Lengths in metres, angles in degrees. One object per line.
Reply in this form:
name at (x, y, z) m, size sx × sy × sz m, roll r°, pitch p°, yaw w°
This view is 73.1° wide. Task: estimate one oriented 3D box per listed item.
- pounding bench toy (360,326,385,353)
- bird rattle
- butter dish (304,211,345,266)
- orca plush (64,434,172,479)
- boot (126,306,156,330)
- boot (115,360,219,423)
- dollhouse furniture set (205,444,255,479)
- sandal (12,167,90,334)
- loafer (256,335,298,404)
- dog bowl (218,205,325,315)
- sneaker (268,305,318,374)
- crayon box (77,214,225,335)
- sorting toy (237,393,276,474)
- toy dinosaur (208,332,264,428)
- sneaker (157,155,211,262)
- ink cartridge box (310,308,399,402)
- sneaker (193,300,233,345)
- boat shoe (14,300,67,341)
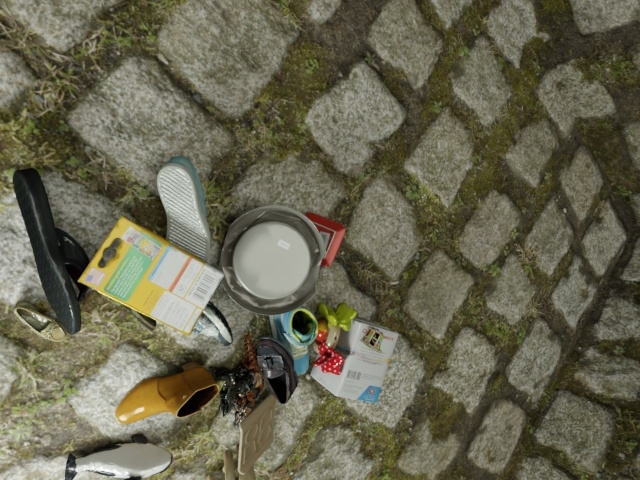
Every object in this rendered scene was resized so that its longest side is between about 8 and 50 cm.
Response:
pounding bench toy at (0.195, 0.347, 1.505) m, size 0.083 × 0.052 × 0.065 m, roll 40°, pitch 75°, yaw -27°
bird rattle at (0.031, 0.340, 1.545) m, size 0.142 × 0.207 × 0.254 m, roll 7°, pitch 92°, yaw -25°
butter dish at (0.000, 0.000, 1.541) m, size 0.159 × 0.118 × 0.160 m, roll 23°, pitch 89°, yaw 13°
orca plush at (-0.601, 0.688, 1.293) m, size 0.286 × 0.151 × 0.102 m, roll -4°, pitch 130°, yaw -33°
boot at (-0.518, 0.156, 1.280) m, size 0.137 × 0.076 × 0.198 m, roll -43°, pitch 114°, yaw -24°
boot at (-0.456, 0.476, 1.280) m, size 0.295 × 0.211 × 0.104 m, roll -30°, pitch 110°, yaw -23°
dollhouse furniture set at (-0.332, 0.812, 1.507) m, size 0.144 × 0.123 × 0.151 m, roll 17°, pitch 123°, yaw -31°
sandal at (-0.674, 0.031, 1.128) m, size 0.107 × 0.167 × 0.447 m, roll -21°, pitch 108°, yaw -45°
loafer at (-0.145, 0.447, 1.467) m, size 0.095 × 0.108 × 0.303 m, roll -73°, pitch 154°, yaw -45°
dog bowl at (-0.158, 0.061, 1.407) m, size 0.348 × 0.102 × 0.350 m, roll -1°, pitch 94°, yaw -11°
sneaker at (-0.078, 0.353, 1.485) m, size 0.127 × 0.208 × 0.319 m, roll -24°, pitch 109°, yaw -27°
crayon box at (-0.461, 0.100, 1.204) m, size 0.322 × 0.083 × 0.203 m, roll 35°, pitch 75°, yaw -24°
sorting toy at (-0.222, 0.660, 1.486) m, size 0.193 × 0.038 × 0.209 m, roll -29°, pitch 128°, yaw -56°
toy dinosaur at (-0.275, 0.475, 1.450) m, size 0.218 × 0.164 × 0.323 m, roll 0°, pitch 80°, yaw -48°
sneaker at (-0.390, -0.078, 1.293) m, size 0.135 × 0.150 × 0.366 m, roll 3°, pitch 121°, yaw -3°
ink cartridge box at (0.126, 0.428, 1.620) m, size 0.198 × 0.197 × 0.270 m, roll 22°, pitch 85°, yaw -30°
sneaker at (-0.393, 0.242, 1.362) m, size 0.122 × 0.110 × 0.283 m, roll -41°, pitch 108°, yaw -6°
boat shoe at (-0.755, 0.224, 1.165) m, size 0.056 × 0.048 × 0.153 m, roll -45°, pitch 116°, yaw -17°
